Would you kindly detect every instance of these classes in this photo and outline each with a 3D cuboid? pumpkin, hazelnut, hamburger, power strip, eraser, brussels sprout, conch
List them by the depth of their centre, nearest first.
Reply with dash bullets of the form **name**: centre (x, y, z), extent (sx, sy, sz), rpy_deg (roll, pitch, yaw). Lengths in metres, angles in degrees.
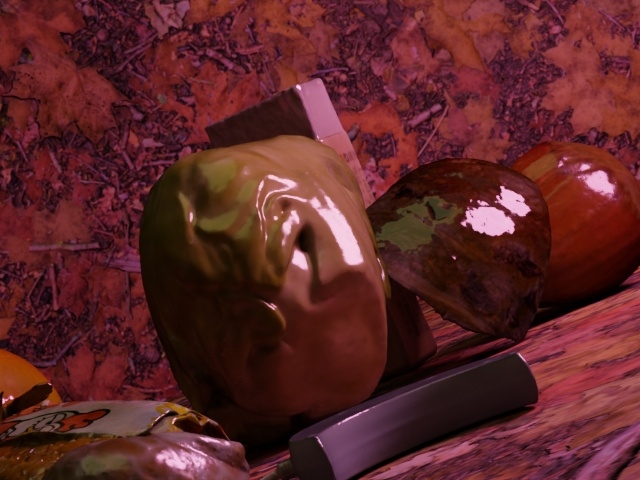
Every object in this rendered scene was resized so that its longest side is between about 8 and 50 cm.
- **conch**: centre (-0.115, 0.177, 1.188), extent (0.173, 0.106, 0.116), rpy_deg (1, -36, -34)
- **hamburger**: centre (-0.186, 0.190, 1.341), extent (0.235, 0.125, 0.214), rpy_deg (-27, 8, -35)
- **power strip**: centre (0.049, 0.140, 1.420), extent (0.216, 0.044, 0.137), rpy_deg (-21, -1, -17)
- **brussels sprout**: centre (-0.057, 0.040, 1.907), extent (0.247, 0.328, 0.328), rpy_deg (-23, 0, -13)
- **pumpkin**: centre (0.127, -0.029, 2.029), extent (0.148, 0.169, 0.312), rpy_deg (-62, 24, 11)
- **hazelnut**: centre (0.261, -0.017, 2.143), extent (0.210, 0.186, 0.210), rpy_deg (4, 13, -1)
- **eraser**: centre (0.000, 0.000, 2.163), extent (0.144, 0.343, 0.078), rpy_deg (-23, 1, 30)

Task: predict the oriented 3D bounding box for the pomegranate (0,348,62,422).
- **pomegranate**: centre (-0.292, 0.180, 1.556), extent (0.256, 0.221, 0.221), rpy_deg (-18, 2, 35)
